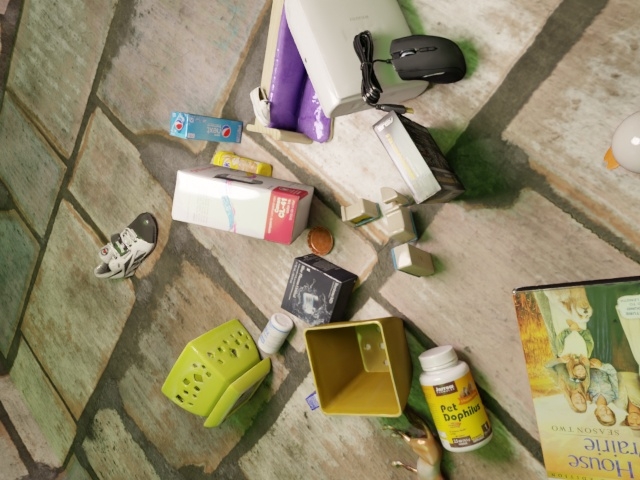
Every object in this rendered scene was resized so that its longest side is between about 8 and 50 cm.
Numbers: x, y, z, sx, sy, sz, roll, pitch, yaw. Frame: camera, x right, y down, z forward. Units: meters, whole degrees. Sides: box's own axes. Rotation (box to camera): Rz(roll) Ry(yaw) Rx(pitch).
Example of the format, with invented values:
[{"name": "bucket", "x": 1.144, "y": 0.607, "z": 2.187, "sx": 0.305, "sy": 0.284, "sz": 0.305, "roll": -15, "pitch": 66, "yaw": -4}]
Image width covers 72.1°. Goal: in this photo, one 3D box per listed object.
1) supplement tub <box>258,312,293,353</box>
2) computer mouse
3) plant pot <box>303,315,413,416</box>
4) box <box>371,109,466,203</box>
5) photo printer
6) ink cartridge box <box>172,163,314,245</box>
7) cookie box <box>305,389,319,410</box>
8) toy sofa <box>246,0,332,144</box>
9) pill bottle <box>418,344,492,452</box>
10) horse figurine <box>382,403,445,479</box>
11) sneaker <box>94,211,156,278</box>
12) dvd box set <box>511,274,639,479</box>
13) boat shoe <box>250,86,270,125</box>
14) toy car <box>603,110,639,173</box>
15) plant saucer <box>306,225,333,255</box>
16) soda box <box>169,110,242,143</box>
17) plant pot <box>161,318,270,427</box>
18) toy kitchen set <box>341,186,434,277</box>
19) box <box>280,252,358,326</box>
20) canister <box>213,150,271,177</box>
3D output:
[{"name": "supplement tub", "x": -0.133, "y": 0.274, "z": 1.300, "sx": 0.071, "sy": 0.071, "sz": 0.107, "roll": 40, "pitch": 114, "yaw": 22}, {"name": "computer mouse", "x": 0.200, "y": -0.346, "z": 0.902, "sx": 0.060, "sy": 0.262, "sz": 0.183, "roll": 141, "pitch": 129, "yaw": -69}, {"name": "plant pot", "x": 0.114, "y": 0.286, "z": 1.075, "sx": 0.212, "sy": 0.187, "sz": 0.212, "roll": -13, "pitch": 89, "yaw": 32}, {"name": "box", "x": 0.214, "y": -0.167, "z": 0.927, "sx": 0.056, "sy": 0.231, "sz": 0.183, "roll": -33, "pitch": 79, "yaw": 28}, {"name": "photo printer", "x": 0.075, "y": -0.446, "z": 0.978, "sx": 0.307, "sy": 0.256, "sz": 0.107, "roll": 69, "pitch": 161, "yaw": 7}, {"name": "ink cartridge box", "x": -0.188, "y": -0.100, "z": 1.137, "sx": 0.307, "sy": 0.226, "sz": 0.131, "roll": 14, "pitch": 106, "yaw": 4}, {"name": "cookie box", "x": 0.025, "y": 0.410, "z": 1.205, "sx": 0.107, "sy": 0.092, "sz": 0.040, "roll": -40, "pitch": 78, "yaw": 29}, {"name": "toy sofa", "x": -0.053, "y": -0.432, "z": 1.112, "sx": 0.177, "sy": 0.150, "sz": 0.362, "roll": 20, "pitch": 106, "yaw": 30}, {"name": "pill bottle", "x": 0.301, "y": 0.356, "z": 1.006, "sx": 0.117, "sy": 0.117, "sz": 0.214, "roll": -23, "pitch": 84, "yaw": 33}, {"name": "horse figurine", "x": 0.247, "y": 0.546, "z": 1.097, "sx": 0.175, "sy": 0.066, "sz": 0.263, "roll": -2, "pitch": 98, "yaw": 38}, {"name": "sneaker", "x": -0.715, "y": 0.033, "z": 1.599, "sx": 0.122, "sy": 0.146, "sz": 0.330, "roll": 49, "pitch": 117, "yaw": 20}, {"name": "dvd box set", "x": 0.573, "y": 0.284, "z": 0.857, "sx": 0.308, "sy": 0.062, "sz": 0.419, "roll": -10, "pitch": 90, "yaw": 33}, {"name": "boat shoe", "x": -0.140, "y": -0.329, "z": 1.073, "sx": 0.035, "sy": 0.035, "sz": 0.100, "roll": -29, "pitch": 73, "yaw": 38}, {"name": "toy car", "x": 0.591, "y": -0.191, "z": 0.736, "sx": 0.210, "sy": 0.219, "sz": 0.238, "roll": -59, "pitch": 17, "yaw": -12}, {"name": "plant saucer", "x": 0.000, "y": 0.000, "z": 1.214, "sx": 0.084, "sy": 0.013, "sz": 0.083, "roll": 4, "pitch": 98, "yaw": 33}, {"name": "soda box", "x": -0.322, "y": -0.321, "z": 1.261, "sx": 0.071, "sy": 0.210, "sz": 0.067, "roll": 18, "pitch": 106, "yaw": 30}, {"name": "plant pot", "x": -0.301, "y": 0.410, "z": 1.340, "sx": 0.207, "sy": 0.228, "sz": 0.227, "roll": 40, "pitch": 115, "yaw": 14}, {"name": "toy kitchen set", "x": 0.158, "y": -0.003, "z": 1.075, "sx": 0.166, "sy": 0.122, "sz": 0.207, "roll": -23, "pitch": 64, "yaw": 33}, {"name": "box", "x": -0.006, "y": 0.139, "z": 1.189, "sx": 0.158, "sy": 0.093, "sz": 0.155, "roll": 25, "pitch": 109, "yaw": 26}, {"name": "canister", "x": -0.235, "y": -0.189, "z": 1.305, "sx": 0.170, "sy": 0.073, "sz": 0.126, "roll": 19, "pitch": 106, "yaw": 28}]
